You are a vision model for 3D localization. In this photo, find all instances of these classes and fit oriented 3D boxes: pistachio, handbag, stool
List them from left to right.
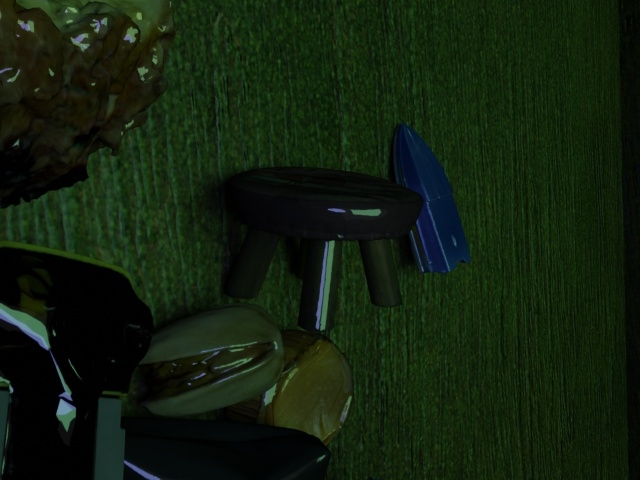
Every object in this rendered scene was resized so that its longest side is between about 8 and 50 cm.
[{"bbox_3d":[-0.164,0.364,0.797,0.342,0.152,0.288,10,85,-23],"label":"handbag"},{"bbox_3d":[-0.142,0.153,0.875,0.206,0.131,0.129,-14,87,-18],"label":"pistachio"},{"bbox_3d":[0.000,0.000,0.962,0.272,0.272,0.178,-11,112,-48],"label":"stool"}]

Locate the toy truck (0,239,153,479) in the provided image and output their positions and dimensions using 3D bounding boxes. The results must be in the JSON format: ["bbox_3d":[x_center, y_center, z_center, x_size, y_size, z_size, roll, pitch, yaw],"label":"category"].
[{"bbox_3d":[-0.293,0.219,0.631,0.181,0.254,0.405,22,60,-49],"label":"toy truck"}]

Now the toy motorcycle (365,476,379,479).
[{"bbox_3d":[0.025,0.457,1.083,0.204,0.108,0.239,-58,133,-20],"label":"toy motorcycle"}]

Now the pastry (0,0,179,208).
[{"bbox_3d":[-0.309,-0.159,0.564,0.292,0.337,0.405,54,21,-11],"label":"pastry"}]

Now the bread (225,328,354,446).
[{"bbox_3d":[-0.047,0.230,1.011,0.199,0.104,0.199,-7,99,-47],"label":"bread"}]

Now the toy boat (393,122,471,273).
[{"bbox_3d":[0.199,-0.086,1.313,0.129,0.088,0.295,-20,93,-47],"label":"toy boat"}]
